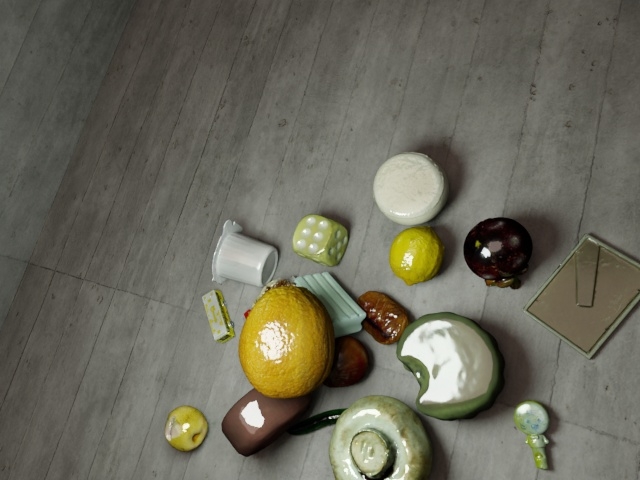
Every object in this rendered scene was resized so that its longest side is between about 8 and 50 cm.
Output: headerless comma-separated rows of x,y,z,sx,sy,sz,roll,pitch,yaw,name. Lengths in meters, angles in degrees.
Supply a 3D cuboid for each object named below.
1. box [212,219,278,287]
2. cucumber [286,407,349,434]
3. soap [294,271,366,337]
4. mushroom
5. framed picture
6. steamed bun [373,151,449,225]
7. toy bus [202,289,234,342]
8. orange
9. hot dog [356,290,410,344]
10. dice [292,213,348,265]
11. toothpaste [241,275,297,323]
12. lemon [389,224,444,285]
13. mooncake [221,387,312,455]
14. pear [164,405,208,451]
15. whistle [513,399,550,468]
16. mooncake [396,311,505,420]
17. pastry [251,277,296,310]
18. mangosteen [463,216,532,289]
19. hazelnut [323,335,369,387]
-0.298,0.063,2.039,0.206,0.262,0.291,17,122,14,box
0.005,0.662,1.796,0.284,0.056,0.056,-21,65,15,cucumber
0.027,0.235,1.823,0.265,0.159,0.088,45,132,41,soap
0.189,0.683,1.579,0.352,0.260,0.352,-6,71,18,mushroom
0.856,0.173,1.570,0.247,0.022,0.335,40,92,31,framed picture
0.346,-0.189,1.852,0.283,0.177,0.283,-4,78,21,steamed bun
-0.438,0.324,2.113,0.081,0.074,0.226,-30,61,13,toy bus
-0.107,0.328,1.611,0.322,0.322,0.357,-1,83,26,orange
0.223,0.282,1.791,0.160,0.099,0.227,-47,54,5,hot dog
0.000,0.000,1.958,0.166,0.169,0.169,16,80,29,dice
-0.214,0.250,2.049,0.301,0.048,0.075,-41,64,10,toothpaste
0.345,0.051,1.763,0.192,0.192,0.231,19,88,30,lemon
-0.193,0.627,1.749,0.174,0.326,0.334,44,105,19,mooncake
-0.544,0.748,1.962,0.178,0.178,0.178,-9,69,23,pear
0.662,0.593,1.505,0.104,0.057,0.198,-18,72,31,whistle
0.427,0.404,1.605,0.351,0.187,0.351,-11,67,26,mooncake
-0.142,0.299,1.909,0.256,0.170,0.237,29,48,9,pastry
0.604,0.052,1.641,0.228,0.228,0.265,-26,101,16,mangosteen
0.077,0.447,1.764,0.204,0.178,0.178,-38,59,28,hazelnut
